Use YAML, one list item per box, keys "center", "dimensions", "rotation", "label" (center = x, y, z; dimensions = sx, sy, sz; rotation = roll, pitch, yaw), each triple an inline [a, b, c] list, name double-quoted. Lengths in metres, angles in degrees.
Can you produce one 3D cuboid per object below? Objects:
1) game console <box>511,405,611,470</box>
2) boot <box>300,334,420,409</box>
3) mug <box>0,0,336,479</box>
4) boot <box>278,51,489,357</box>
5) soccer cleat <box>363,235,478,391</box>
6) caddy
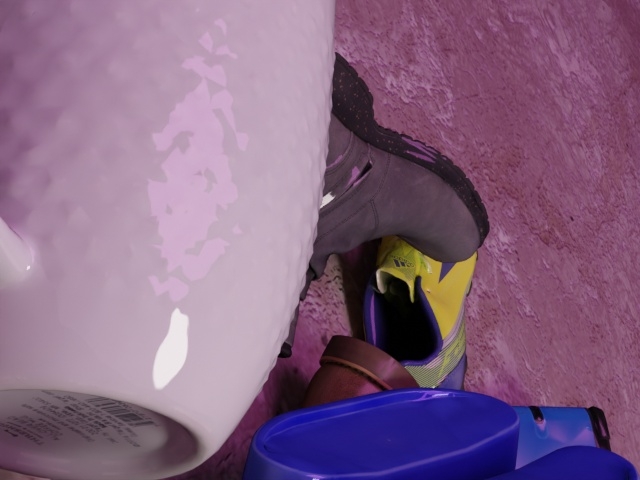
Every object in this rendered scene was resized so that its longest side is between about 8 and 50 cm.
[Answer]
- center: [0.228, 0.328, 1.639]
  dimensions: [0.250, 0.173, 0.293]
  rotation: [4, 62, -25]
  label: "game console"
- center: [0.068, 0.208, 1.409]
  dimensions: [0.305, 0.112, 0.115]
  rotation: [48, 64, -40]
  label: "boot"
- center: [-0.149, -0.053, 0.974]
  dimensions: [0.374, 0.276, 0.328]
  rotation: [55, 34, -58]
  label: "mug"
- center: [0.000, 0.000, 1.361]
  dimensions: [0.338, 0.118, 0.222]
  rotation: [37, 70, -44]
  label: "boot"
- center: [0.088, 0.028, 1.536]
  dimensions: [0.121, 0.093, 0.289]
  rotation: [49, 33, -47]
  label: "soccer cleat"
- center: [0.076, 0.235, 1.192]
  dimensions: [0.341, 0.241, 0.179]
  rotation: [-6, 111, -47]
  label: "caddy"
